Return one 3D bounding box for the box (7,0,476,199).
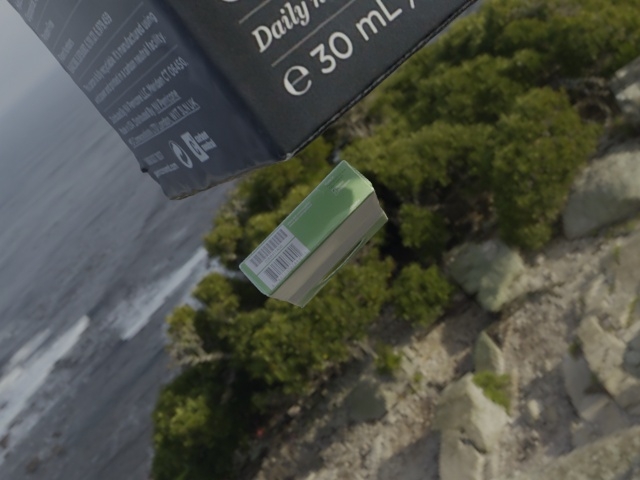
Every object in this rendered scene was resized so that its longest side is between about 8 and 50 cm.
[{"bbox_3d":[-0.042,-0.360,0.680,0.480,0.471,0.297,-43,11,-17],"label":"box"}]

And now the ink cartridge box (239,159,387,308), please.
[{"bbox_3d":[0.000,0.000,1.236,0.171,0.056,0.235,-46,-9,1],"label":"ink cartridge box"}]
